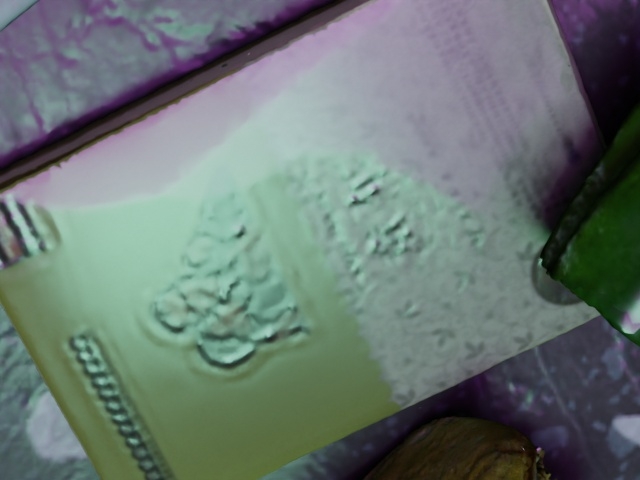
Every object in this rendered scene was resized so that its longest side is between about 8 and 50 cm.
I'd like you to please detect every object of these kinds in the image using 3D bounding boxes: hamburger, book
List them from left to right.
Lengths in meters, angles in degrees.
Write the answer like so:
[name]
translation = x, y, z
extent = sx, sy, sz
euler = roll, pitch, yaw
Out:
[book]
translation = 0.000, 0.000, 1.132
extent = 0.352, 0.035, 0.239
euler = -26, 112, 0
[hamburger]
translation = 0.085, 0.196, 1.142
extent = 0.185, 0.159, 0.131
euler = -47, 112, -13

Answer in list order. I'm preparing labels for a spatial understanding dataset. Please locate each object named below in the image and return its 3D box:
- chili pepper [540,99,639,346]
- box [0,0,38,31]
[chili pepper]
translation = 0.310, -0.053, 1.084
extent = 0.385, 0.167, 0.213
euler = -38, 110, 1
[box]
translation = -0.207, -0.171, 0.934
extent = 0.369, 0.112, 0.190
euler = -42, 101, -19
